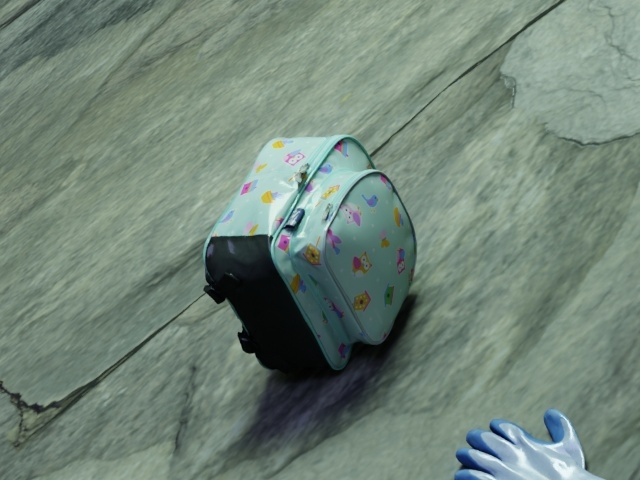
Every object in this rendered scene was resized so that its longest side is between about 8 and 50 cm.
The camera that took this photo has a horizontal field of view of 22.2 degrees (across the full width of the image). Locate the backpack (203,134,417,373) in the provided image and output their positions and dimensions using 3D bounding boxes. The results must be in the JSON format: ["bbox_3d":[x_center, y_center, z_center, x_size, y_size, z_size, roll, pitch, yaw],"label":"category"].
[{"bbox_3d":[0.000,0.000,1.415,0.144,0.166,0.188,-10,41,28],"label":"backpack"}]

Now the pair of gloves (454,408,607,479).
[{"bbox_3d":[0.123,0.196,1.164,0.198,0.023,0.159,-44,33,-19],"label":"pair of gloves"}]
